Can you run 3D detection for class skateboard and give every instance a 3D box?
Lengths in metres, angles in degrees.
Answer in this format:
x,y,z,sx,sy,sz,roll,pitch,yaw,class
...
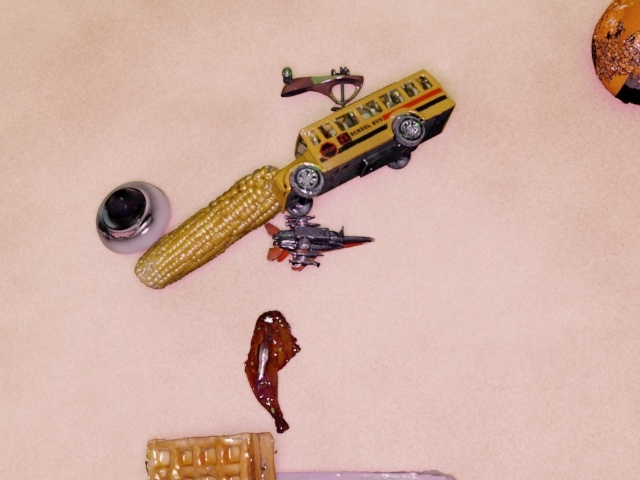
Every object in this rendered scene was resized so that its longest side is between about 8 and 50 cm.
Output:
x,y,z,sx,sy,sz,roll,pitch,yaw,class
0.003,-0.270,1.709,0.151,0.067,0.080,-3,87,0,skateboard

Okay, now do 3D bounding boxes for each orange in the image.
x,y,z,sx,sy,sz,roll,pitch,yaw,class
0.581,-0.333,1.616,0.234,0.182,0.234,-4,66,9,orange

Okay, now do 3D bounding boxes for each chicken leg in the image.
x,y,z,sx,sy,sz,roll,pitch,yaw,class
-0.084,0.220,1.620,0.093,0.053,0.205,10,83,-8,chicken leg

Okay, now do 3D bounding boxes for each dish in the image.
x,y,z,sx,sy,sz,roll,pitch,yaw,class
-0.341,-0.054,1.660,0.141,0.078,0.141,-7,63,15,dish

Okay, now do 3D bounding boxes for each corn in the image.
x,y,z,sx,sy,sz,roll,pitch,yaw,class
-0.180,-0.024,1.654,0.320,0.097,0.097,-36,78,-1,corn

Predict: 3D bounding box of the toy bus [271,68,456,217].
x,y,z,sx,sy,sz,roll,pitch,yaw,class
0.064,-0.164,1.612,0.335,0.121,0.123,-28,77,-17,toy bus

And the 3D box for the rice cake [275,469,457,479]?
x,y,z,sx,sy,sz,roll,pitch,yaw,class
0.041,0.411,1.565,0.365,0.056,0.072,0,76,4,rice cake

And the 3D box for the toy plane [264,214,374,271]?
x,y,z,sx,sy,sz,roll,pitch,yaw,class
0.000,-0.002,1.650,0.189,0.061,0.130,-7,48,0,toy plane

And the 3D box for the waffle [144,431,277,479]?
x,y,z,sx,sy,sz,roll,pitch,yaw,class
-0.170,0.466,1.522,0.213,0.091,0.308,-10,77,27,waffle
